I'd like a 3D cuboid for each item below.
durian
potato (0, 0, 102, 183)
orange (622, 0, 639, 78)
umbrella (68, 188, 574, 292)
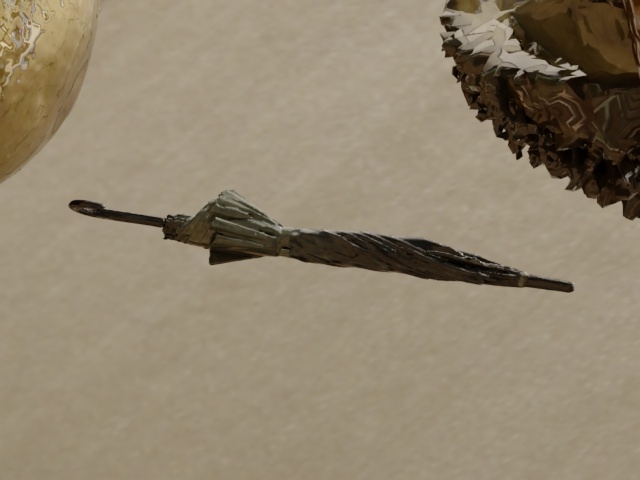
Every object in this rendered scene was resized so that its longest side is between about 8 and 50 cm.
[{"bbox_3d":[0.131,-0.102,0.638,0.196,0.196,0.167,-34,-143,37],"label":"durian"},{"bbox_3d":[-0.273,-0.076,1.084,0.290,0.296,0.397,128,-30,-55],"label":"potato"},{"bbox_3d":[0.191,-0.068,0.429,0.264,0.264,0.264,8,-76,36],"label":"orange"},{"bbox_3d":[0.000,0.001,1.051,0.269,0.044,0.044,10,-99,5],"label":"umbrella"}]
